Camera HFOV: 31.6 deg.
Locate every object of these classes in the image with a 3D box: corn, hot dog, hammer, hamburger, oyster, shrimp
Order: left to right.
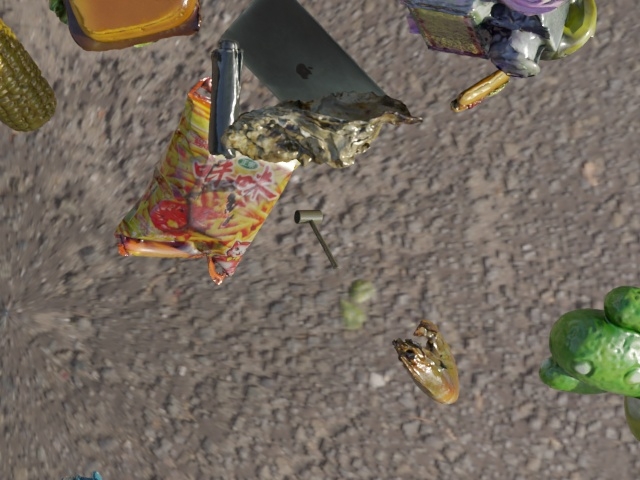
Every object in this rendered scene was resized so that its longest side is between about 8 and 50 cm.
[{"bbox_3d":[-0.506,-0.294,1.609,0.120,0.120,0.363,-51,134,-13],"label":"corn"},{"bbox_3d":[-0.167,-0.242,0.935,0.137,0.087,0.165,-9,102,6],"label":"hamburger"},{"bbox_3d":[0.000,0.000,1.484,0.036,0.019,0.110,0,44,-29],"label":"hammer"},{"bbox_3d":[0.001,-0.099,0.985,0.177,0.105,0.056,-10,118,-21],"label":"oyster"},{"bbox_3d":[0.188,0.203,1.959,0.068,0.249,0.150,-19,67,18],"label":"shrimp"},{"bbox_3d":[0.165,-0.152,1.150,0.083,0.037,0.021,-33,84,-26],"label":"hot dog"}]

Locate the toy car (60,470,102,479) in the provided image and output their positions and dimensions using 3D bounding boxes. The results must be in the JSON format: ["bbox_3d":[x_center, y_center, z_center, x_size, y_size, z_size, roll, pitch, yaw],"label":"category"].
[{"bbox_3d":[-0.304,0.355,1.407,0.126,0.098,0.161,-10,57,-6],"label":"toy car"}]

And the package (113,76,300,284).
[{"bbox_3d":[-0.153,-0.080,1.601,0.223,0.108,0.288,20,109,-38],"label":"package"}]

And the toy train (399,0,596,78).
[{"bbox_3d":[0.186,-0.289,1.075,0.178,0.134,0.260,15,81,20],"label":"toy train"}]

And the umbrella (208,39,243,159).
[{"bbox_3d":[-0.106,-0.155,1.250,0.036,0.031,0.133,3,104,-9],"label":"umbrella"}]

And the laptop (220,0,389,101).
[{"bbox_3d":[-0.024,-0.275,1.813,0.269,0.188,0.015,45,52,-8],"label":"laptop"}]

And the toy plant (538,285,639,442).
[{"bbox_3d":[0.464,0.187,1.665,0.316,0.224,0.184,35,40,-24],"label":"toy plant"}]
